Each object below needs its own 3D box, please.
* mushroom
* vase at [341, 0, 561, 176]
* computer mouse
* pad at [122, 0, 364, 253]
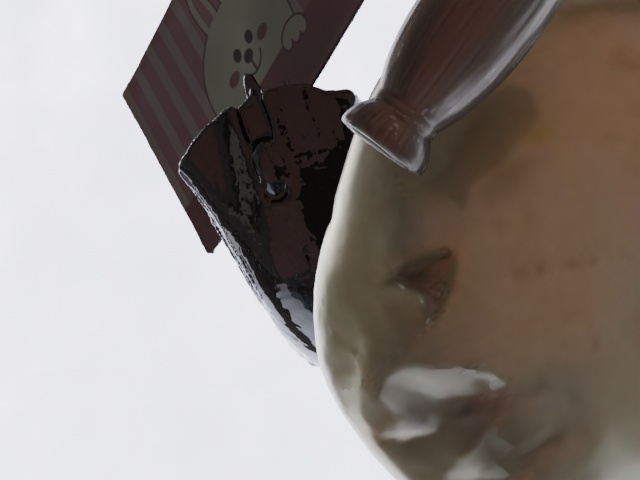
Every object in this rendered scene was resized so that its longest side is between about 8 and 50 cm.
[{"bbox_3d":[0.124,0.010,0.839,0.314,0.314,0.336,-43,-167,-17],"label":"mushroom"},{"bbox_3d":[0.055,-0.079,0.648,0.053,0.053,0.100,37,-89,35],"label":"vase"},{"bbox_3d":[0.000,0.000,1.101,0.147,0.264,0.088,-24,-163,16],"label":"computer mouse"},{"bbox_3d":[-0.066,-0.162,1.199,0.005,0.299,0.202,0,-134,-39],"label":"pad"}]
